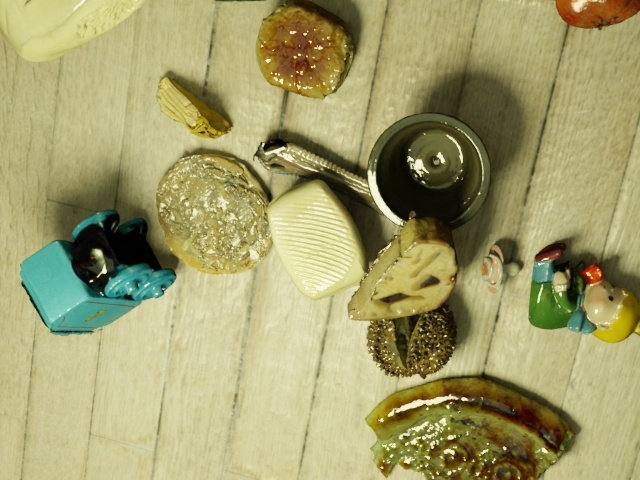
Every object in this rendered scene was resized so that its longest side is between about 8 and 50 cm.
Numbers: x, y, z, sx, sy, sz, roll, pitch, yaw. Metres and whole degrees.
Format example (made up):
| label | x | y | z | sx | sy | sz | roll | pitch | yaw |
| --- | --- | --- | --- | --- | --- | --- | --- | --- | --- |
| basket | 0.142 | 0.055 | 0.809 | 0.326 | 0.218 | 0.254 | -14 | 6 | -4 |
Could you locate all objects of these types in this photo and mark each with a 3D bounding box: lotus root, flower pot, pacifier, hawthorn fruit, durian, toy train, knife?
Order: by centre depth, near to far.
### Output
| label | x | y | z | sx | sy | sz | roll | pitch | yaw |
| --- | --- | --- | --- | --- | --- | --- | --- | --- | --- |
| hawthorn fruit | 0.482 | -0.519 | 1.641 | 0.165 | 0.165 | 0.285 | -20 | 74 | 18 |
| lotus root | 0.176 | 0.068 | 1.753 | 0.170 | 0.074 | 0.260 | 13 | 128 | -19 |
| flower pot | 0.216 | -0.141 | 1.771 | 0.235 | 0.148 | 0.235 | 3 | 106 | 11 |
| pacifier | 0.365 | 0.059 | 1.828 | 0.078 | 0.081 | 0.099 | 1 | 106 | -15 |
| durian | 0.192 | 0.207 | 1.872 | 0.196 | 0.167 | 0.196 | 19 | 129 | 25 |
| knife | 0.035 | -0.124 | 1.880 | 0.365 | 0.043 | 0.089 | 24 | 141 | 5 |
| toy train | -0.467 | 0.076 | 1.921 | 0.265 | 0.300 | 0.188 | -34 | 79 | 6 |

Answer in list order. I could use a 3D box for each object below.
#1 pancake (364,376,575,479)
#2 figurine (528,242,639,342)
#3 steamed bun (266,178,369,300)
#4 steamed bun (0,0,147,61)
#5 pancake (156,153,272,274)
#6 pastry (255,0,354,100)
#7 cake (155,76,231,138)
| label | x | y | z | sx | sy | sz | roll | pitch | yaw |
| --- | --- | --- | --- | --- | --- | --- | --- | --- | --- |
| pancake | 0.302 | 0.428 | 1.932 | 0.427 | 0.067 | 0.304 | 17 | 109 | 8 |
| figurine | 0.531 | 0.104 | 1.774 | 0.234 | 0.127 | 0.185 | 7 | 97 | 23 |
| steamed bun | 0.000 | 0.000 | 1.864 | 0.170 | 0.152 | 0.238 | -26 | 86 | 10 |
| steamed bun | -0.471 | -0.599 | 1.764 | 0.456 | 0.290 | 0.371 | -33 | 89 | 21 |
| pancake | -0.226 | -0.053 | 1.956 | 0.282 | 0.049 | 0.282 | 3 | 103 | 14 |
| pastry | -0.029 | -0.380 | 1.804 | 0.192 | 0.093 | 0.182 | 20 | 106 | 5 |
| cake | -0.281 | -0.261 | 1.890 | 0.185 | 0.116 | 0.079 | 39 | 111 | -3 |
